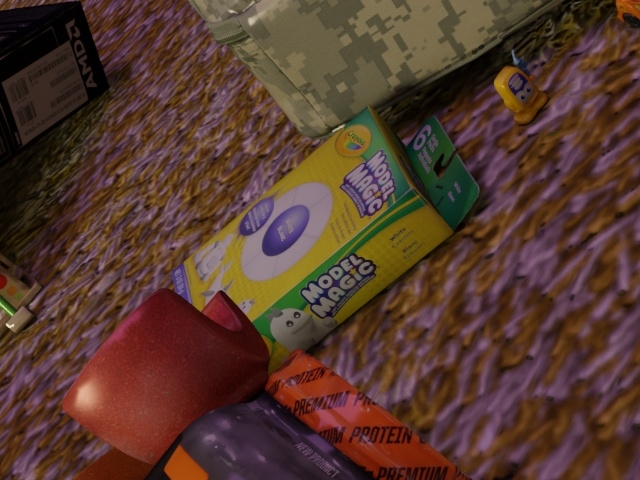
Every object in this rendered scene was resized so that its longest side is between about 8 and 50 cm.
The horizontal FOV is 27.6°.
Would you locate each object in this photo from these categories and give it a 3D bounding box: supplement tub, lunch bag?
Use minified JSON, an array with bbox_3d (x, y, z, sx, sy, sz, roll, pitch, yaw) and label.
[{"bbox_3d":[-0.031,0.136,0.420,0.190,0.117,0.117,-52,30,-7],"label":"supplement tub"},{"bbox_3d":[0.038,-0.250,0.743,0.305,0.256,0.212,-27,30,31],"label":"lunch bag"}]

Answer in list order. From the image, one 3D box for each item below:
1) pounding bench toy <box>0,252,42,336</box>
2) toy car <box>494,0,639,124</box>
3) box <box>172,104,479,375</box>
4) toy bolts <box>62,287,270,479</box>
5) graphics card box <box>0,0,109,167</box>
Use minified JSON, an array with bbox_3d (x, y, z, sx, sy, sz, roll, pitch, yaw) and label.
[{"bbox_3d":[-0.249,0.032,0.966,0.052,0.065,0.083,-51,30,-8],"label":"pounding bench toy"},{"bbox_3d":[0.144,-0.106,0.663,0.122,0.040,0.060,-43,30,4],"label":"toy car"},{"bbox_3d":[0.000,0.000,0.716,0.179,0.043,0.105,-38,31,10],"label":"box"},{"bbox_3d":[-0.052,0.148,0.562,0.228,0.158,0.218,-51,-12,12],"label":"toy bolts"},{"bbox_3d":[-0.370,-0.083,1.058,0.233,0.094,0.371,-2,29,28],"label":"graphics card box"}]
